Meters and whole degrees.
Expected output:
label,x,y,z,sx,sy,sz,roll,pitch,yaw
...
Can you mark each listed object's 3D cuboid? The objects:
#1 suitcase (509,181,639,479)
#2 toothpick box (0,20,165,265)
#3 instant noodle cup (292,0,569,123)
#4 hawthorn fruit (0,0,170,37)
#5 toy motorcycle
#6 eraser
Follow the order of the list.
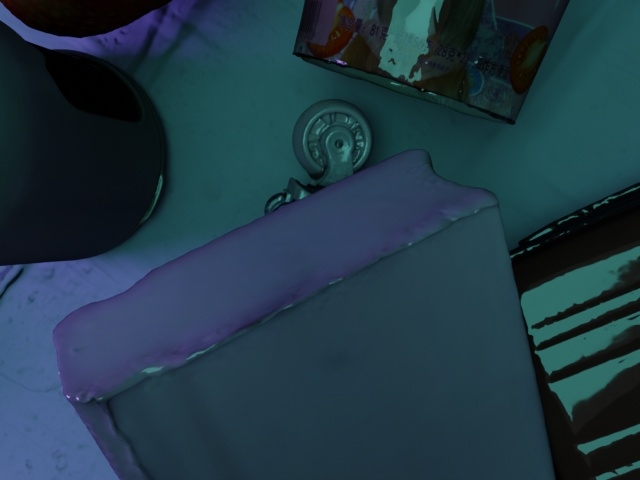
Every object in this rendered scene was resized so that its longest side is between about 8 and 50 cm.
label,x,y,z,sx,sy,sz,roll,pitch,yaw
suitcase,0.291,0.067,0.579,0.297,0.161,0.236,-24,88,11
toothpick box,-0.286,-0.069,0.604,0.229,0.316,0.228,0,93,11
instant noodle cup,0.101,-0.228,0.577,0.243,0.243,0.231,19,101,9
hawthorn fruit,-0.178,-0.335,0.619,0.287,0.287,0.330,41,54,7
toy motorcycle,0.000,0.000,0.671,0.113,0.112,0.254,17,100,10
eraser,0.022,0.154,0.526,0.272,0.122,0.359,-28,121,-11
